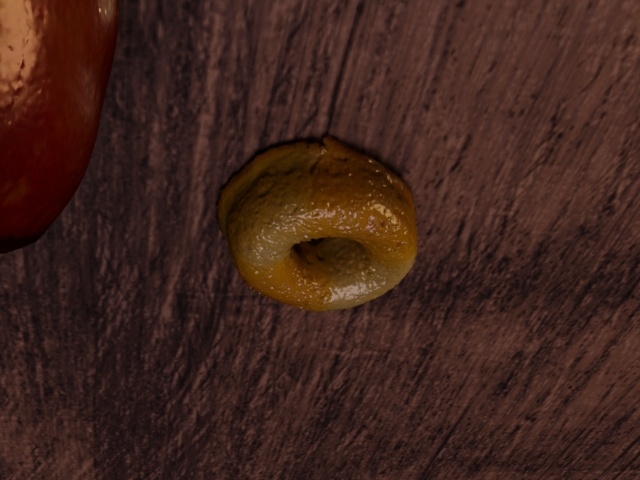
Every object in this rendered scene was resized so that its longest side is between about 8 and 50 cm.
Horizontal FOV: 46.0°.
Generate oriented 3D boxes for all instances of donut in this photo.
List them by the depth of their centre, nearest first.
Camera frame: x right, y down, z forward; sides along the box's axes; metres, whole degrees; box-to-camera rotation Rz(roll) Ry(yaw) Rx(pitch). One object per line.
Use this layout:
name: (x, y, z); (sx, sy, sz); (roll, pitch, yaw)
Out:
donut: (0.001, 0.000, 0.686); (0.174, 0.075, 0.190); (-33, 132, 24)

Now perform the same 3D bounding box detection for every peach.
peach: (-0.226, -0.107, 0.424); (0.245, 0.274, 0.248); (-44, 93, -3)
